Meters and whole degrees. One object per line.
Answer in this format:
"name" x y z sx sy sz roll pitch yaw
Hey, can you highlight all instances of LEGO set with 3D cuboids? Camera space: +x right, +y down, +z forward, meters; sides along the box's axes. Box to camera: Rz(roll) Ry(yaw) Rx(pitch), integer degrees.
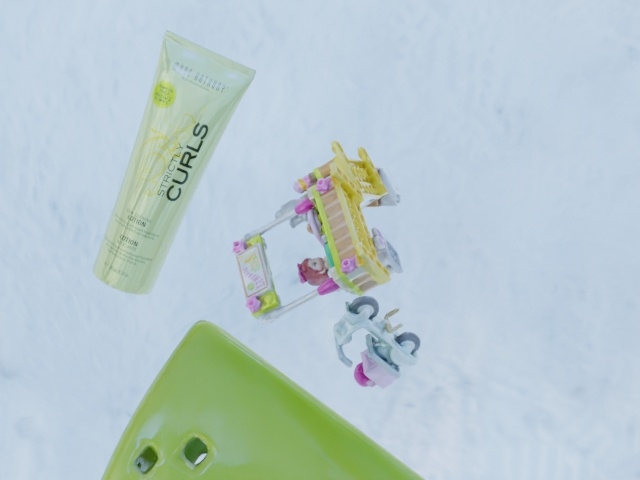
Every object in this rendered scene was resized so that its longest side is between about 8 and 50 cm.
"LEGO set" 0.000 0.000 1.056 0.107 0.287 0.132 -29 118 15

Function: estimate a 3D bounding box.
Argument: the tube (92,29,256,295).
"tube" -0.145 -0.067 1.203 0.070 0.062 0.240 14 109 -32

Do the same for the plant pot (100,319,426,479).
"plant pot" -0.042 0.204 0.762 0.228 0.227 0.207 37 78 6
